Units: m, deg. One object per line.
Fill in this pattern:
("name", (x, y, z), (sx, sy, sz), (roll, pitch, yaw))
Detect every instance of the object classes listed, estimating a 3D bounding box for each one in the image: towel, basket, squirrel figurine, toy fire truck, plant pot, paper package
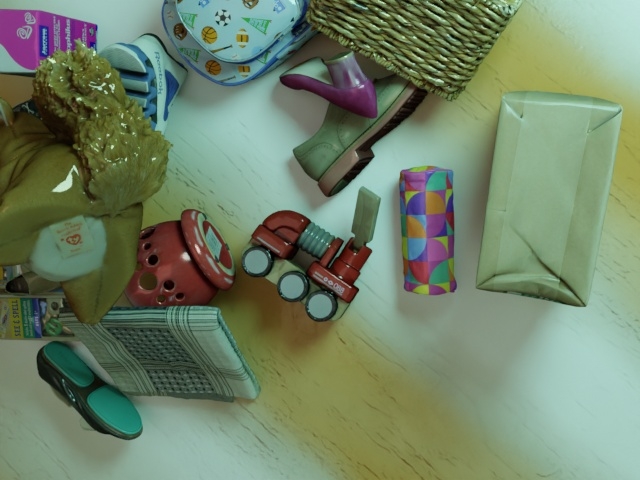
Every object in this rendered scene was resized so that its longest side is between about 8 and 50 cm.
("towel", (-0.289, 0.222, 1.548), (0.312, 0.324, 0.056), (-1, 54, 14))
("basket", (0.160, -0.414, 1.332), (0.299, 0.213, 0.223), (26, 147, -2))
("squirrel figurine", (-0.435, -0.131, 1.419), (0.397, 0.281, 0.370), (-50, 43, 14))
("toy fire truck", (0.000, 0.000, 1.513), (0.217, 0.158, 0.246), (35, 92, 7))
("plant pot", (-0.263, 0.050, 1.554), (0.174, 0.191, 0.191), (-26, 91, 9))
("paper package", (0.357, -0.079, 1.317), (0.168, 0.325, 0.309), (8, 100, 13))

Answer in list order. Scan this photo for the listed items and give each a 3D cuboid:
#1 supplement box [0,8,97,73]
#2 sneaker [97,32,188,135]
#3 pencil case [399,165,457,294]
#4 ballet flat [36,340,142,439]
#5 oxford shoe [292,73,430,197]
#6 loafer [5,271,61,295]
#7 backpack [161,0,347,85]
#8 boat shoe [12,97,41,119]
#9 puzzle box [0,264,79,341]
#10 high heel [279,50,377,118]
("supplement box", (-0.511, -0.357, 1.536), (0.114, 0.220, 0.111), (4, 99, 13))
("sneaker", (-0.318, -0.251, 1.558), (0.128, 0.182, 0.315), (18, 131, 12))
("pencil case", (0.192, -0.016, 1.483), (0.105, 0.104, 0.236), (-1, 100, 13))
("ballet flat", (-0.472, 0.320, 1.694), (0.280, 0.095, 0.096), (41, 123, 16))
("oxford shoe", (0.084, -0.241, 1.465), (0.130, 0.123, 0.348), (45, 104, 10))
("loafer", (-0.557, 0.082, 1.643), (0.148, 0.050, 0.056), (-20, 93, 15))
("backpack", (-0.138, -0.403, 1.458), (0.263, 0.213, 0.276), (-42, 90, 26))
("boat shoe", (-0.590, -0.256, 1.663), (0.125, 0.038, 0.046), (-24, 92, 15))
("puzzle box", (-0.615, 0.002, 1.699), (0.272, 0.052, 0.408), (-1, 98, 14))
("high heel", (0.012, -0.261, 1.452), (0.244, 0.082, 0.117), (3, 125, 56))
